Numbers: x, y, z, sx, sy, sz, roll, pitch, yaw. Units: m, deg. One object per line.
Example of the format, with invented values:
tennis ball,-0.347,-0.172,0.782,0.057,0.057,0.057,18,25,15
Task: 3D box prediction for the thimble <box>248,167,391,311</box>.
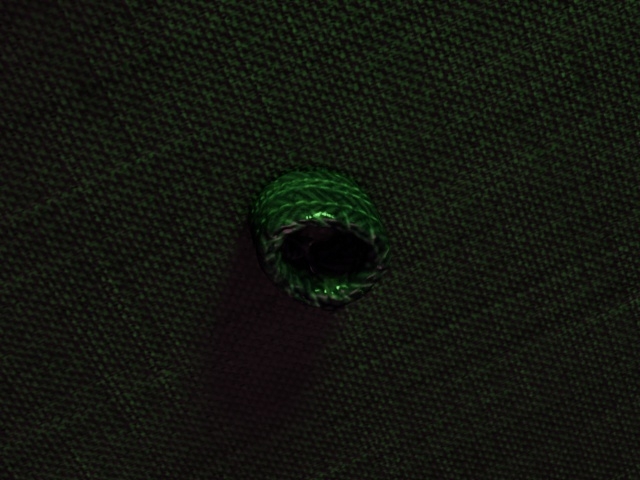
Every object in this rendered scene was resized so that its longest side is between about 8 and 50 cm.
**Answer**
thimble,-0.001,-0.002,1.309,0.095,0.066,0.104,-32,126,10
